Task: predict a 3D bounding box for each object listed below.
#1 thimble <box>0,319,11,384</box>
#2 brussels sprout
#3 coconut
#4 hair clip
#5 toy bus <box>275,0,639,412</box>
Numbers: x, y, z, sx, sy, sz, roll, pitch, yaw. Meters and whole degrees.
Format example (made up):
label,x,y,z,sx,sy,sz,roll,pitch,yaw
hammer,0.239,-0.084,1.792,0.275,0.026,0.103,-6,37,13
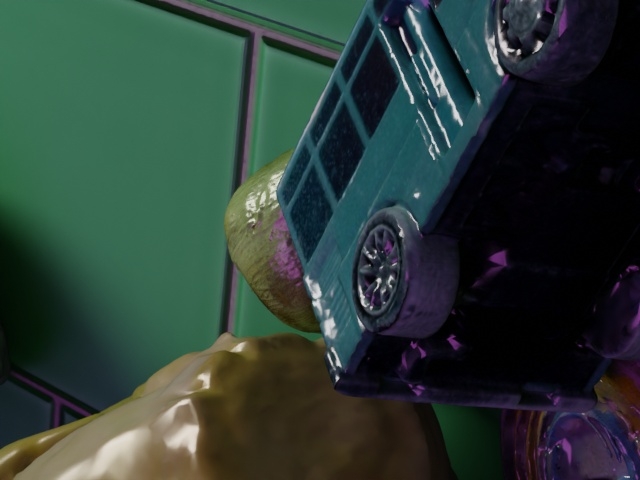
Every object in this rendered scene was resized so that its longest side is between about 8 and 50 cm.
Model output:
label,x,y,z,sx,sy,sz,roll,pitch,yaw
thimble,-0.301,0.045,0.974,0.245,0.217,0.157,-18,91,30
brussels sprout,-0.065,0.204,0.778,0.344,0.268,0.344,9,103,44
coconut,0.000,0.000,0.784,0.096,0.088,0.088,-41,75,36
hair clip,0.129,0.086,0.726,0.172,0.049,0.116,-18,77,51
toy bus,0.087,-0.067,0.636,0.256,0.128,0.147,-63,33,35
